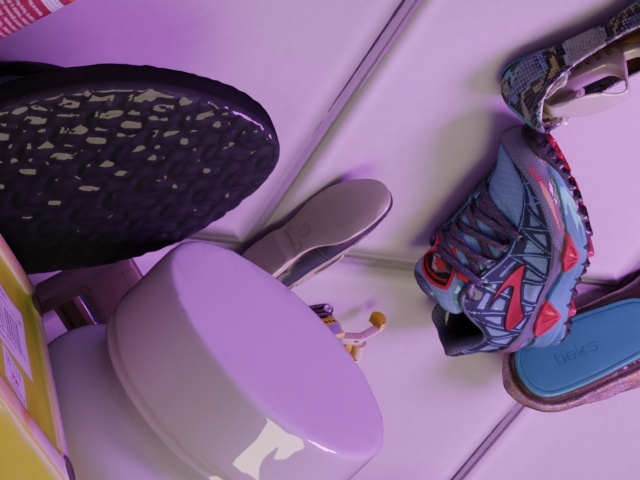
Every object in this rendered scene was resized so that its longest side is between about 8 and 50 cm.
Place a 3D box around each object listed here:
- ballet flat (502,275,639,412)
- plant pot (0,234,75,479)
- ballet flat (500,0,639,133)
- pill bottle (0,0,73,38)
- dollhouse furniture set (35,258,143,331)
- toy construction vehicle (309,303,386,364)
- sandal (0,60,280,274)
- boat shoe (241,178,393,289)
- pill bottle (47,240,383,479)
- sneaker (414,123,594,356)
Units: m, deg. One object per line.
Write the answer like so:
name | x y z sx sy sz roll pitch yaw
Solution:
ballet flat | 0.307 0.075 1.676 0.316 0.107 0.106 -16 161 -3
plant pot | -0.274 0.079 1.099 0.207 0.227 0.228 -19 144 3
ballet flat | 0.226 -0.133 1.388 0.188 0.070 0.070 -28 143 4
pill bottle | -0.213 -0.150 1.095 0.152 0.086 0.086 -28 143 2
dollhouse furniture set | -0.112 0.066 1.417 0.129 0.129 0.183 -28 114 2
toy construction vehicle | 0.000 0.093 1.556 0.098 0.035 0.086 -6 139 -24
sandal | -0.251 -0.047 1.205 0.446 0.107 0.167 -13 145 4
boat shoe | 0.000 0.000 1.433 0.137 0.049 0.043 -33 146 14
pill bottle | -0.155 0.200 1.275 0.392 0.224 0.224 -46 139 18
sneaker | 0.139 0.015 1.486 0.125 0.104 0.262 -15 142 -10
